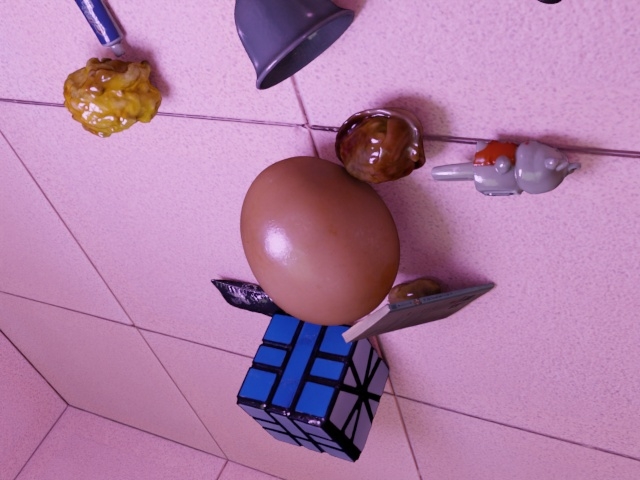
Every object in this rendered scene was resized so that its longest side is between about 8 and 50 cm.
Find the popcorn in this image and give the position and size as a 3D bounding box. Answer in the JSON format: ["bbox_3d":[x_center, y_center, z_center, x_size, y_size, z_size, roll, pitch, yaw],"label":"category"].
[{"bbox_3d":[-0.434,-0.306,1.496,0.198,0.197,0.155,8,124,29],"label":"popcorn"}]

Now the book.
[{"bbox_3d":[0.213,0.156,1.572,0.215,0.283,0.025,-45,58,54],"label":"book"}]

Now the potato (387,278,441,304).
[{"bbox_3d":[0.214,0.131,1.664,0.092,0.070,0.138,30,150,-26],"label":"potato"}]

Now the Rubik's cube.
[{"bbox_3d":[-0.010,0.392,1.945,0.284,0.288,0.293,5,150,31],"label":"Rubik's cube"}]

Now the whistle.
[{"bbox_3d":[0.315,-0.122,1.243,0.253,0.105,0.101,-2,144,30],"label":"whistle"}]

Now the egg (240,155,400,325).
[{"bbox_3d":[0.000,0.000,1.452,0.301,0.301,0.374,2,135,34],"label":"egg"}]

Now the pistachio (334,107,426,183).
[{"bbox_3d":[0.106,-0.165,1.320,0.165,0.130,0.210,36,154,-14],"label":"pistachio"}]

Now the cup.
[{"bbox_3d":[-0.067,-0.363,1.174,0.150,0.199,0.199,53,143,-2],"label":"cup"}]

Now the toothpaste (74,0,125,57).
[{"bbox_3d":[-0.456,-0.478,1.408,0.069,0.047,0.268,14,141,43],"label":"toothpaste"}]

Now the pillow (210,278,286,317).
[{"bbox_3d":[-0.196,0.162,2.020,0.208,0.055,0.141,12,152,24],"label":"pillow"}]

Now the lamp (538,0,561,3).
[{"bbox_3d":[0.401,-0.407,0.862,0.371,0.130,0.108,-24,142,35],"label":"lamp"}]
